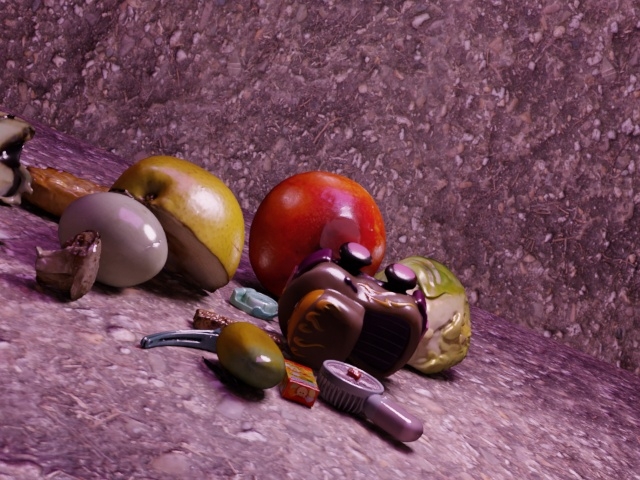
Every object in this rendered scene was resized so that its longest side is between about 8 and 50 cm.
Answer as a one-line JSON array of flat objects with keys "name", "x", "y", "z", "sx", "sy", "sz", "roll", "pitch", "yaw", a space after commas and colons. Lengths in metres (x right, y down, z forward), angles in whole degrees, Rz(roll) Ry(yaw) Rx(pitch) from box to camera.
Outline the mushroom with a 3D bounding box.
[{"name": "mushroom", "x": -0.805, "y": -0.212, "z": 2.081, "sx": 0.212, "sy": 0.217, "sz": 0.292, "roll": 25, "pitch": 7, "yaw": 40}]

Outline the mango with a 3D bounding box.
[{"name": "mango", "x": -0.125, "y": 0.209, "z": 1.609, "sx": 0.130, "sy": 0.092, "sz": 0.195, "roll": 34, "pitch": 0, "yaw": -13}]

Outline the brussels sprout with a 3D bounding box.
[{"name": "brussels sprout", "x": 0.258, "y": 0.185, "z": 2.331, "sx": 0.344, "sy": 0.268, "sz": 0.344, "roll": 25, "pitch": 14, "yaw": -7}]

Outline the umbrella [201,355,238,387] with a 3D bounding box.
[{"name": "umbrella", "x": -0.179, "y": 0.235, "z": 1.586, "sx": 0.022, "sy": 0.022, "sz": 0.149, "roll": -22, "pitch": 20, "yaw": -25}]

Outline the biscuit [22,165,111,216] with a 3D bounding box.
[{"name": "biscuit", "x": -0.635, "y": -0.106, "z": 2.314, "sx": 0.296, "sy": 0.102, "sz": 0.296, "roll": 19, "pitch": 7, "yaw": -2}]

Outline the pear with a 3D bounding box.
[{"name": "pear", "x": -0.299, "y": -0.061, "z": 2.053, "sx": 0.340, "sy": 0.191, "sz": 0.386, "roll": 29, "pitch": -20, "yaw": 18}]

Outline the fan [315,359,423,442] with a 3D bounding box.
[{"name": "fan", "x": 0.095, "y": 0.305, "z": 1.700, "sx": 0.244, "sy": 0.074, "sz": 0.130, "roll": 30, "pitch": 9, "yaw": 38}]

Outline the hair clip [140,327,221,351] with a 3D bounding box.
[{"name": "hair clip", "x": -0.251, "y": 0.187, "z": 1.658, "sx": 0.070, "sy": 0.039, "sz": 0.230, "roll": 28, "pitch": 13, "yaw": 38}]

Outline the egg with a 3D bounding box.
[{"name": "egg", "x": -0.426, "y": -0.001, "z": 1.843, "sx": 0.253, "sy": 0.186, "sz": 0.186, "roll": 28, "pitch": 8, "yaw": 21}]

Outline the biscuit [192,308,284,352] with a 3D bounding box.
[{"name": "biscuit", "x": -0.169, "y": 0.191, "z": 1.861, "sx": 0.199, "sy": 0.034, "sz": 0.064, "roll": 22, "pitch": 7, "yaw": -17}]

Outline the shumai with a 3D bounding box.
[{"name": "shumai", "x": -0.471, "y": 0.040, "z": 1.657, "sx": 0.116, "sy": 0.145, "sz": 0.145, "roll": 16, "pitch": 8, "yaw": -9}]

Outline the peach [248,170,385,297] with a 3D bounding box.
[{"name": "peach", "x": 0.000, "y": 0.000, "z": 2.411, "sx": 0.388, "sy": 0.388, "sz": 0.388, "roll": 23, "pitch": 7, "yaw": -3}]

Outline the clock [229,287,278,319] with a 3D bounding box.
[{"name": "clock", "x": -0.145, "y": 0.157, "z": 2.157, "sx": 0.135, "sy": 0.041, "sz": 0.101, "roll": 26, "pitch": 8, "yaw": 21}]

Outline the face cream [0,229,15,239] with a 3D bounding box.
[{"name": "face cream", "x": -0.698, "y": -0.028, "z": 1.734, "sx": 0.092, "sy": 0.058, "sz": 0.244, "roll": 19, "pitch": 0, "yaw": 16}]

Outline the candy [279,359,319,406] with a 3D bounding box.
[{"name": "candy", "x": -0.043, "y": 0.267, "z": 1.680, "sx": 0.062, "sy": 0.038, "sz": 0.122, "roll": 22, "pitch": 7, "yaw": -11}]

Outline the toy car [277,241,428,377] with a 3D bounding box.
[{"name": "toy car", "x": 0.071, "y": 0.179, "z": 1.951, "sx": 0.341, "sy": 0.271, "sz": 0.240, "roll": 23, "pitch": 25, "yaw": -7}]
